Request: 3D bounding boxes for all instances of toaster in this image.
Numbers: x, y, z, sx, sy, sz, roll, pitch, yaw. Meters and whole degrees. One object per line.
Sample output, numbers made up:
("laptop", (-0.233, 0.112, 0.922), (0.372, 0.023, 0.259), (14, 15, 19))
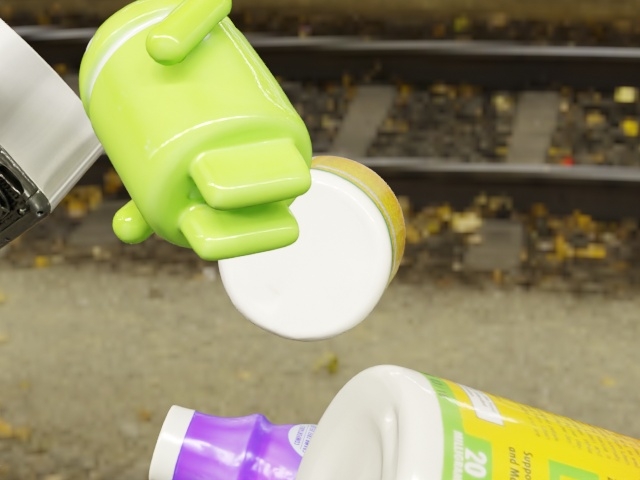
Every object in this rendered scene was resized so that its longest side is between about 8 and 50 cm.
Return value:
("toaster", (-0.290, -0.088, 1.521), (0.185, 0.168, 0.110), (-29, 19, 52))

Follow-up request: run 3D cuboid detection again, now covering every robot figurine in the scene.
("robot figurine", (-0.047, -0.044, 0.657), (0.067, 0.101, 0.115), (-13, 49, -25))

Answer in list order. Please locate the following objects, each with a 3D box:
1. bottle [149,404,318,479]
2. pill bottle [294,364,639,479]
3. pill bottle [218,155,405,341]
("bottle", (0.004, 0.205, 1.458), (0.282, 0.092, 0.118), (17, 19, 3))
("pill bottle", (0.117, 0.158, 0.895), (0.245, 0.136, 0.136), (18, 15, -21))
("pill bottle", (0.000, 0.000, 1.283), (0.117, 0.118, 0.208), (1, 6, 6))
